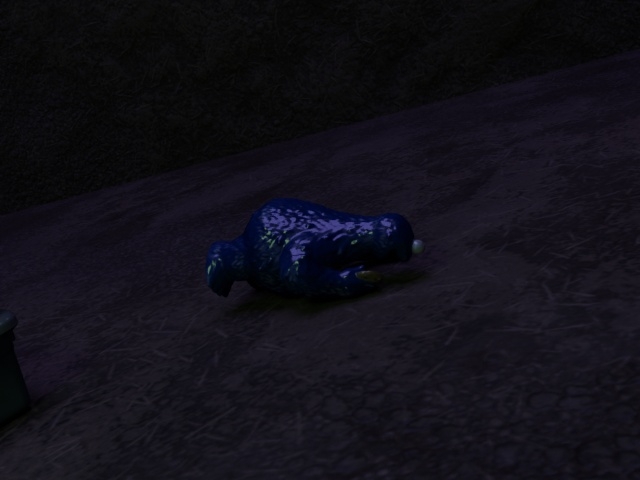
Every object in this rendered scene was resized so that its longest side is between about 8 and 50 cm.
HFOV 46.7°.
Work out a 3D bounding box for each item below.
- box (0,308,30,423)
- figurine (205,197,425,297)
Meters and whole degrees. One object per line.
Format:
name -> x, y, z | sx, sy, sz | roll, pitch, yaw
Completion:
box -> -0.424, 0.142, 0.791 | 0.227, 0.130, 0.162 | -2, 21, 44
figurine -> -0.007, 0.003, 0.891 | 0.262, 0.120, 0.164 | -10, 12, 11
